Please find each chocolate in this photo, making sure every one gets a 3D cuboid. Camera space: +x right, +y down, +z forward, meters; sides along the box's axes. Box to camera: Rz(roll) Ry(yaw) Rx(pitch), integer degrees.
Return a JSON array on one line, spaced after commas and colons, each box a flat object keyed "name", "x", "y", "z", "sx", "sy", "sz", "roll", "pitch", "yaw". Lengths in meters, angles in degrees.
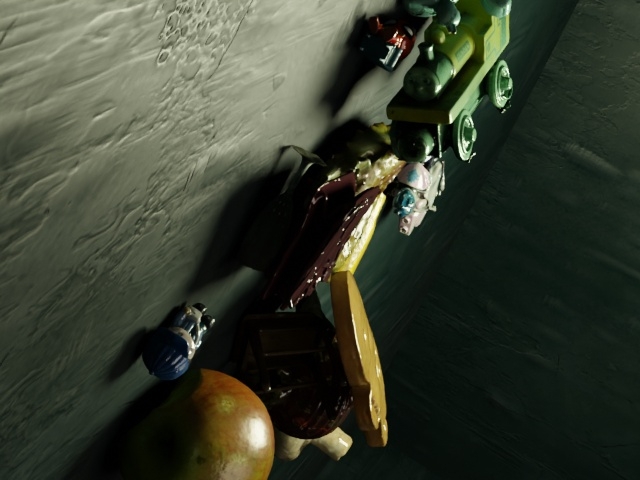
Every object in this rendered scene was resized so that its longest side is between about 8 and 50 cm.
[{"name": "chocolate", "x": 0.068, "y": -0.007, "z": 2.143, "sx": 0.219, "sy": 0.086, "sz": 0.085, "roll": -59, "pitch": 167, "yaw": -2}]

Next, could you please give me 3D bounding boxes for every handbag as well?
[{"name": "handbag", "x": -0.002, "y": -0.002, "z": 1.644, "sx": 0.216, "sy": 0.074, "sz": 0.203, "roll": -58, "pitch": 171, "yaw": 22}]

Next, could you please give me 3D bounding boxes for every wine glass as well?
[{"name": "wine glass", "x": -0.062, "y": -0.044, "z": 1.600, "sx": 0.198, "sy": 0.066, "sz": 0.066, "roll": -61, "pitch": 167, "yaw": 13}]

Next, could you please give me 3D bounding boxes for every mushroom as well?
[{"name": "mushroom", "x": -0.041, "y": 0.456, "z": 2.558, "sx": 0.206, "sy": 0.209, "sz": 0.206, "roll": -28, "pitch": 162, "yaw": -10}]

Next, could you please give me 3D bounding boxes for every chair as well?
[{"name": "chair", "x": -0.067, "y": 0.168, "z": 1.936, "sx": 0.186, "sy": 0.319, "sz": 0.160, "roll": -5, "pitch": 141, "yaw": -16}]

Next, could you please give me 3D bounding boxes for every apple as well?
[{"name": "apple", "x": -0.201, "y": 0.321, "z": 1.657, "sx": 0.226, "sy": 0.246, "sz": 0.246, "roll": 12, "pitch": 110, "yaw": -57}]

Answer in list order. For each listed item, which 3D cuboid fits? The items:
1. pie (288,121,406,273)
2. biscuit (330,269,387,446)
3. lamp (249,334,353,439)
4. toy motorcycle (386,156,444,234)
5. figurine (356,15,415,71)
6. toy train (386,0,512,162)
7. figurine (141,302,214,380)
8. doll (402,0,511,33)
[{"name": "pie", "x": 0.057, "y": -0.081, "z": 1.873, "sx": 0.288, "sy": 0.103, "sz": 0.355, "roll": -60, "pitch": 167, "yaw": 22}, {"name": "biscuit", "x": 0.076, "y": 0.209, "z": 1.917, "sx": 0.275, "sy": 0.052, "sz": 0.355, "roll": -93, "pitch": 171, "yaw": -54}, {"name": "lamp", "x": -0.033, "y": 0.274, "z": 2.094, "sx": 0.247, "sy": 0.247, "sz": 0.247, "roll": -54, "pitch": 166, "yaw": -19}, {"name": "toy motorcycle", "x": 0.201, "y": -0.098, "z": 2.384, "sx": 0.204, "sy": 0.108, "sz": 0.239, "roll": -52, "pitch": 144, "yaw": -46}, {"name": "figurine", "x": 0.107, "y": -0.303, "z": 1.625, "sx": 0.075, "sy": 0.068, "sz": 0.140, "roll": -65, "pitch": 164, "yaw": 17}, {"name": "toy train", "x": 0.214, "y": -0.279, "z": 1.755, "sx": 0.369, "sy": 0.150, "sz": 0.237, "roll": -53, "pitch": 143, "yaw": -48}, {"name": "figurine", "x": -0.207, "y": 0.142, "z": 1.507, "sx": 0.079, "sy": 0.077, "sz": 0.136, "roll": -27, "pitch": -166, "yaw": 18}, {"name": "doll", "x": 0.227, "y": -0.397, "z": 1.662, "sx": 0.159, "sy": 0.158, "sz": 0.059, "roll": -49, "pitch": 164, "yaw": -12}]
